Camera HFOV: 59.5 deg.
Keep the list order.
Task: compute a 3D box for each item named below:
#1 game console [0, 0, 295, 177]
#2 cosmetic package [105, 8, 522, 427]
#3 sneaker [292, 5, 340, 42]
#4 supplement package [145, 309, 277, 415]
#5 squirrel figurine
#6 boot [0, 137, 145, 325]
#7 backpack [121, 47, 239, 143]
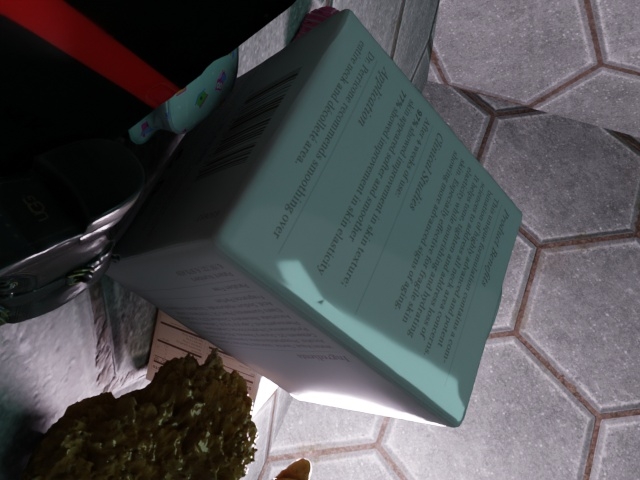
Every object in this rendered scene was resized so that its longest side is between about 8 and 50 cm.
[{"bbox_3d":[-0.190,-0.151,0.313,0.342,0.060,0.386,-36,170,7],"label":"game console"},{"bbox_3d":[0.000,0.000,0.751,0.394,0.327,0.329,41,60,-27],"label":"cosmetic package"},{"bbox_3d":[-0.013,-0.393,1.119,0.170,0.063,0.075,-61,164,-20],"label":"sneaker"},{"bbox_3d":[-0.154,0.177,1.032,0.262,0.204,0.145,-31,136,-71],"label":"supplement package"},{"bbox_3d":[-0.178,0.364,0.760,0.281,0.370,0.397,-100,-171,-74],"label":"squirrel figurine"},{"bbox_3d":[-0.271,0.027,0.477,0.263,0.091,0.229,-26,169,-39],"label":"boot"},{"bbox_3d":[-0.164,-0.205,0.580,0.188,0.144,0.166,-65,162,-51],"label":"backpack"}]
